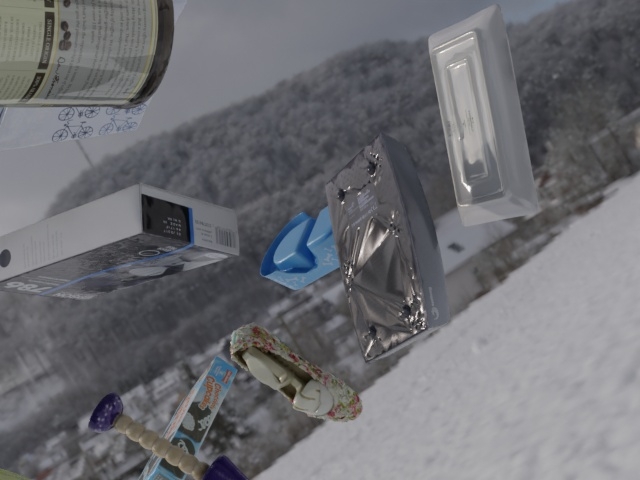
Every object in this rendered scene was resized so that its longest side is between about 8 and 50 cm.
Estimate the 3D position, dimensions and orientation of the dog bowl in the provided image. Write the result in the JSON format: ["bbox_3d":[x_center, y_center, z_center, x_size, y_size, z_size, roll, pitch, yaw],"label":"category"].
[{"bbox_3d":[0.000,0.000,1.818,0.297,0.074,0.166,-32,26,45],"label":"dog bowl"}]

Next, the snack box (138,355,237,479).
[{"bbox_3d":[-0.277,0.395,1.844,0.187,0.060,0.322,-52,8,35],"label":"snack box"}]

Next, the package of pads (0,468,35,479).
[{"bbox_3d":[-0.523,0.408,1.275,0.101,0.296,0.229,-116,47,-83],"label":"package of pads"}]

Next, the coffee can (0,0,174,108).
[{"bbox_3d":[-0.330,-0.245,1.021,0.275,0.202,0.201,-9,-18,-46],"label":"coffee can"}]

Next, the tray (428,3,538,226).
[{"bbox_3d":[0.202,-0.158,1.221,0.030,0.270,0.145,-9,-2,-32],"label":"tray"}]

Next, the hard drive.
[{"bbox_3d":[0.083,0.012,1.177,0.054,0.255,0.172,-1,-22,-29],"label":"hard drive"}]

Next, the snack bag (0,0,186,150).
[{"bbox_3d":[-0.403,-0.299,1.640,0.323,0.037,0.342,-15,-30,-45],"label":"snack bag"}]

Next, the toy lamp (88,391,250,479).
[{"bbox_3d":[-0.233,0.333,1.464,0.080,0.274,0.080,-56,-13,-21],"label":"toy lamp"}]

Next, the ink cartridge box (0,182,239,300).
[{"bbox_3d":[-0.276,0.017,1.113,0.332,0.065,0.165,-15,-17,33],"label":"ink cartridge box"}]

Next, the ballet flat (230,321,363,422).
[{"bbox_3d":[-0.046,0.222,1.457,0.091,0.241,0.077,-58,-2,25],"label":"ballet flat"}]
